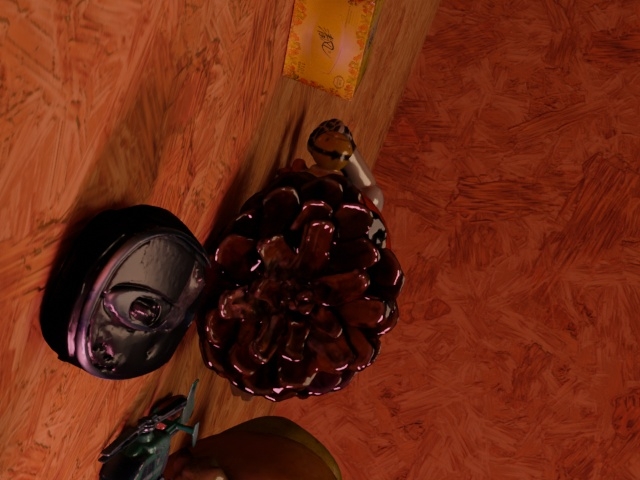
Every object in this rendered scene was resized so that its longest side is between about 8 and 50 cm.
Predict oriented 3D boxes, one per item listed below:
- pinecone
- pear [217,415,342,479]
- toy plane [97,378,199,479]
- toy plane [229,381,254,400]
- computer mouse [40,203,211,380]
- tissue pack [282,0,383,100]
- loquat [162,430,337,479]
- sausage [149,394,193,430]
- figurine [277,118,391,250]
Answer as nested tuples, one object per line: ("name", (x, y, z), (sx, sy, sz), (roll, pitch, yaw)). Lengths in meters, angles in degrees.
("pinecone", (-0.023, 0.064, 1.687), (0.298, 0.242, 0.296), (-64, 178, 6))
("pear", (-0.106, 0.421, 2.146), (0.294, 0.294, 0.294), (21, 90, -85))
("toy plane", (-0.196, 0.235, 1.574), (0.235, 0.060, 0.096), (-35, 133, -66))
("toy plane", (-0.044, 0.175, 2.059), (0.252, 0.252, 0.118), (-54, 133, -72))
("computer mouse", (-0.147, 0.045, 1.112), (0.233, 0.096, 0.137), (-29, 140, -84))
("tissue pack", (0.016, -0.257, 1.651), (0.176, 0.095, 0.062), (105, 9, -56))
("loquat", (-0.109, 0.382, 1.729), (0.359, 0.328, 0.328), (79, 27, -45))
("sausage", (-0.187, 0.219, 1.741), (0.042, 0.036, 0.158), (-58, 175, 3))
("figurine", (0.005, 0.000, 1.987), (0.323, 0.196, 0.320), (-80, -172, -56))
